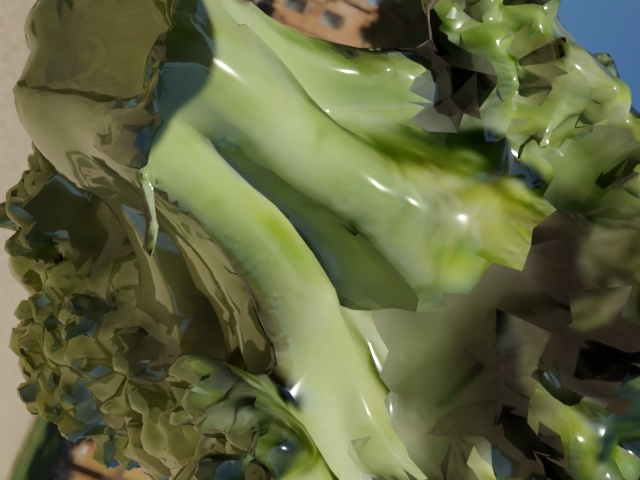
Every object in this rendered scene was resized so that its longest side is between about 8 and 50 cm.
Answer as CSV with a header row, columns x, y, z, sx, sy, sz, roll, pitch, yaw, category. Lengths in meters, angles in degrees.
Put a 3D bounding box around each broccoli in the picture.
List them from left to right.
x,y,z,sx,sy,sz,roll,pitch,yaw,category
-0.003,-0.009,0.516,0.293,0.348,0.281,-53,141,-6,broccoli
